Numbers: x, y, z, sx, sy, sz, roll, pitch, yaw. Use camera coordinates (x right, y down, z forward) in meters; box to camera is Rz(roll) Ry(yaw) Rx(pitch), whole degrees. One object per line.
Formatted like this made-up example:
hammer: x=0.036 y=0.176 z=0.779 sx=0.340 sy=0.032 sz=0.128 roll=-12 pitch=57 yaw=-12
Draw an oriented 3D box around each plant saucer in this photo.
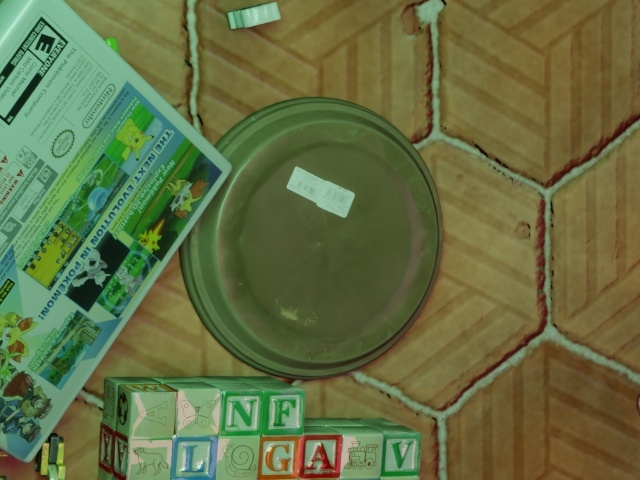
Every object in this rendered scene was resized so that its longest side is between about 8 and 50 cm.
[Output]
plant saucer: x=0.000 y=0.000 z=1.723 sx=0.278 sy=0.041 sz=0.278 roll=-2 pitch=96 yaw=-23

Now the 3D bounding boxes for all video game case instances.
video game case: x=-0.248 y=-0.008 z=1.499 sx=0.329 sy=0.036 sz=0.300 roll=-56 pitch=139 yaw=-10

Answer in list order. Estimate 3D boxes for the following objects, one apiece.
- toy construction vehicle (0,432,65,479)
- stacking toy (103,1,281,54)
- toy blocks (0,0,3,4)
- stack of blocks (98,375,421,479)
toy construction vehicle: x=-0.275 y=0.207 z=1.624 sx=0.086 sy=0.035 sz=0.098 roll=5 pitch=93 yaw=-24
stacking toy: x=-0.151 y=-0.262 z=1.628 sx=0.221 sy=0.052 sz=0.167 roll=-16 pitch=99 yaw=-20
toy blocks: x=-0.345 y=-0.058 z=1.507 sx=0.381 sy=0.191 sz=0.261 roll=-38 pitch=122 yaw=-26
stack of blocks: x=-0.056 y=0.219 z=1.692 sx=0.297 sy=0.087 sz=0.171 roll=2 pitch=94 yaw=-24
